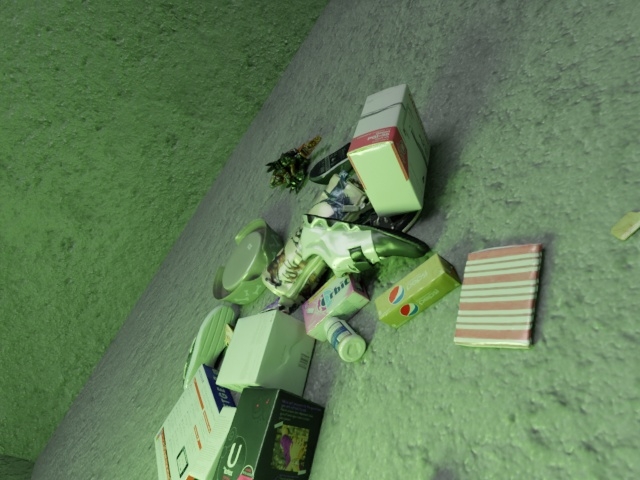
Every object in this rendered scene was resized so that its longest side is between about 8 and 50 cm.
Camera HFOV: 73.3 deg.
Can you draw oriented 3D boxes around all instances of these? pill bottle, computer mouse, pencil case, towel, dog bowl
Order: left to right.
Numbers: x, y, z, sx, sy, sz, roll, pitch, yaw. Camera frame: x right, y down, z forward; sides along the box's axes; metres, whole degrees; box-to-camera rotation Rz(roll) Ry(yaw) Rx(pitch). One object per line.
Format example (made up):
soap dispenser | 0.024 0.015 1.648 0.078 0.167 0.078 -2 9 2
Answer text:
dog bowl | -0.276 0.090 1.657 0.349 0.102 0.348 -38 34 31
pencil case | 0.000 0.000 1.248 0.410 0.160 0.183 -54 12 5
pill bottle | 0.053 0.230 1.024 0.067 0.067 0.120 -56 28 2
computer mouse | 0.085 -0.266 1.496 0.272 0.072 0.188 -27 36 24
towel | 0.322 0.100 0.778 0.144 0.029 0.196 -13 53 52

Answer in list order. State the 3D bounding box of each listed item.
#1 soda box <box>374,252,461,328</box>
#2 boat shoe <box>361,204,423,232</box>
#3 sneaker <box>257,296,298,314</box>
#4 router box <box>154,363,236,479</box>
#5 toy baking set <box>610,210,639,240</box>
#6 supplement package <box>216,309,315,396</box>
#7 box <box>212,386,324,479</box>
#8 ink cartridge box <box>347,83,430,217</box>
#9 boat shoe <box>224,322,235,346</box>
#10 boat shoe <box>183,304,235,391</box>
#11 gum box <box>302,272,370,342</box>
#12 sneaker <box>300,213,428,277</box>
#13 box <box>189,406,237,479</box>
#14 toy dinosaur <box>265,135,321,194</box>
soda box | 0.204 0.111 0.918 0.181 0.058 0.061 -43 31 26
boat shoe | 0.164 -0.042 1.120 0.233 0.079 0.084 -39 32 25
sneaker | -0.129 0.212 1.358 0.170 0.068 0.071 -34 20 22
router box | -0.384 0.596 1.324 0.301 0.082 0.335 -57 28 -1
toy baking set | 0.545 -0.061 0.582 0.256 0.030 0.196 9 69 60
supplement package | -0.143 0.314 1.159 0.203 0.149 0.194 -22 44 48
box | -0.123 0.482 0.961 0.165 0.143 0.270 -21 44 47
ink cartridge box | 0.183 -0.230 1.082 0.117 0.207 0.283 -11 40 30
boat shoe | -0.304 0.340 1.481 0.059 0.063 0.170 -53 28 -5
boat shoe | -0.422 0.387 1.557 0.119 0.121 0.335 -1 62 54
gum box | 0.039 0.161 1.121 0.188 0.062 0.107 -46 30 20
sneaker | 0.098 0.028 1.059 0.331 0.122 0.146 11 94 30
box | -0.210 0.518 1.054 0.091 0.130 0.170 -22 34 49
toy dinosaur | -0.123 -0.328 1.811 0.218 0.165 0.321 -69 4 -54
